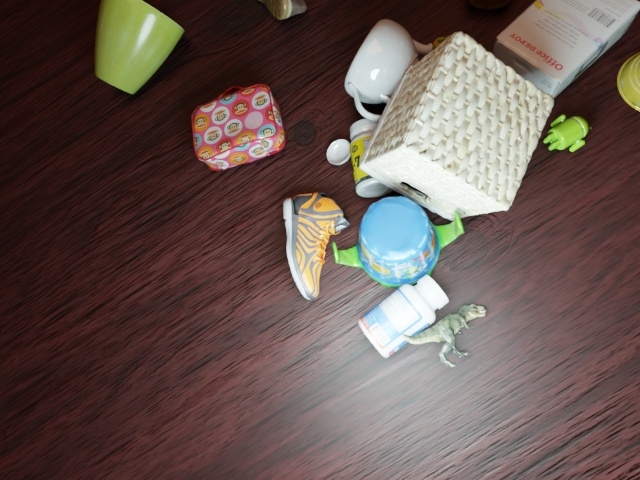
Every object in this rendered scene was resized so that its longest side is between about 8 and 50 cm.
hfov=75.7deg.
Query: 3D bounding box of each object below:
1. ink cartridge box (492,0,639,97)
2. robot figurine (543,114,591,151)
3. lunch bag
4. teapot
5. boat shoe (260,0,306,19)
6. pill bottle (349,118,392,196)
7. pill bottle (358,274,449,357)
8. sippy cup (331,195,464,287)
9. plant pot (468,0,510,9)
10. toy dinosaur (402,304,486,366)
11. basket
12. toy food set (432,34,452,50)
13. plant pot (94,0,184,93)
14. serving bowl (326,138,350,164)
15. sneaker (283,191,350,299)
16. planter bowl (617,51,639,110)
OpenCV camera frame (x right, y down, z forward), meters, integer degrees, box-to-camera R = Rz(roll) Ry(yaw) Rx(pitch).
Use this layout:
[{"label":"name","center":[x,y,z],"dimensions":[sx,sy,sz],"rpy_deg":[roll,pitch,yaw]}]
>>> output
[{"label":"ink cartridge box","center":[0.679,-0.577,1.169],"dimensions":[0.306,0.131,0.226],"rpy_deg":[-43,71,1]},{"label":"robot figurine","center":[0.676,-0.294,1.127],"dimensions":[0.115,0.067,0.101],"rpy_deg":[-31,77,4]},{"label":"lunch bag","center":[-0.274,-0.384,1.348],"dimensions":[0.294,0.120,0.257],"rpy_deg":[-15,72,10]},{"label":"teapot","center":[0.200,-0.499,1.219],"dimensions":[0.187,0.252,0.255],"rpy_deg":[34,116,1]},{"label":"boat shoe","center":[-0.162,-0.922,1.482],"dimensions":[0.123,0.123,0.341],"rpy_deg":[-22,63,-24]},{"label":"pill bottle","center":[0.149,-0.243,1.211],"dimensions":[0.119,0.119,0.208],"rpy_deg":[-10,73,11]},{"label":"pill bottle","center":[0.219,0.192,1.077],"dimensions":[0.222,0.124,0.124],"rpy_deg":[-37,71,1]},{"label":"sippy cup","center":[0.198,-0.005,1.082],"dimensions":[0.240,0.224,0.305],"rpy_deg":[42,88,20]},{"label":"plant pot","center":[0.530,-0.825,1.247],"dimensions":[0.205,0.205,0.187],"rpy_deg":[11,93,16]},{"label":"toy dinosaur","center":[0.321,0.248,1.038],"dimensions":[0.269,0.064,0.118],"rpy_deg":[-16,81,-29]},{"label":"basket","center":[0.335,-0.266,1.035],"dimensions":[0.329,0.266,0.331],"rpy_deg":[28,83,-13]},{"label":"toy food set","center":[0.402,-0.547,1.257],"dimensions":[0.128,0.071,0.217],"rpy_deg":[-21,72,7]},{"label":"plant pot","center":[-0.680,-0.691,1.470],"dimensions":[0.275,0.275,0.293],"rpy_deg":[32,100,19]},{"label":"serving bowl","center":[0.062,-0.271,1.283],"dimensions":[0.084,0.027,0.083],"rpy_deg":[-8,73,28]},{"label":"sneaker","center":[0.000,0.000,1.179],"dimensions":[0.180,0.124,0.320],"rpy_deg":[-13,73,11]},{"label":"planter bowl","center":[0.933,-0.450,1.097],"dimensions":[0.218,0.090,0.216],"rpy_deg":[-4,74,13]}]
